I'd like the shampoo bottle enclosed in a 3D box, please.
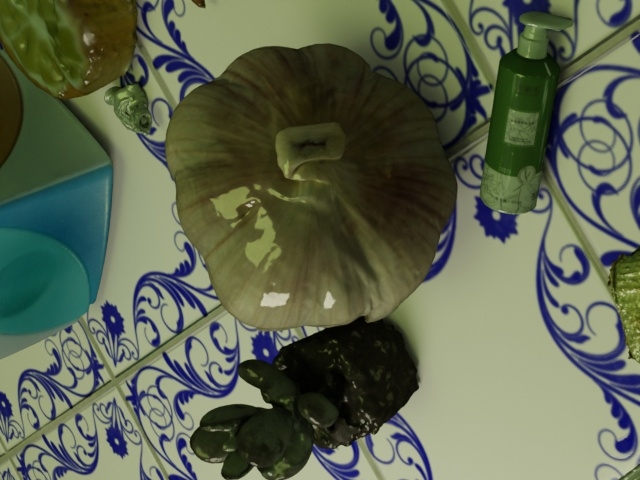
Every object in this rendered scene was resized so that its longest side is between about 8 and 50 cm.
[{"bbox_3d":[0.202,-0.128,1.305,0.065,0.065,0.204,30,129,35],"label":"shampoo bottle"}]

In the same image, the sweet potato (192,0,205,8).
[{"bbox_3d":[-0.113,-0.343,1.538,0.055,0.058,0.202,42,139,-6],"label":"sweet potato"}]

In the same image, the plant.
[{"bbox_3d":[-0.018,0.188,1.548,0.149,0.274,0.146,62,146,4],"label":"plant"}]

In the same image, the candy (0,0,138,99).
[{"bbox_3d":[-0.353,-0.315,1.770,0.260,0.118,0.260,28,131,37],"label":"candy"}]

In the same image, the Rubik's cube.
[{"bbox_3d":[-0.539,-0.041,1.936,0.352,0.347,0.351,39,135,27],"label":"Rubik's cube"}]

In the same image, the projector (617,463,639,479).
[{"bbox_3d":[0.417,0.231,1.107,0.248,0.249,0.248,52,138,15],"label":"projector"}]

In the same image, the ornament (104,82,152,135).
[{"bbox_3d":[-0.257,-0.179,1.797,0.092,0.041,0.068,10,112,55],"label":"ornament"}]

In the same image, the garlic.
[{"bbox_3d":[-0.008,-0.060,1.390,0.241,0.322,0.322,-10,102,52],"label":"garlic"}]

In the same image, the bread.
[{"bbox_3d":[0.329,0.060,1.208,0.069,0.128,0.140,-1,109,53],"label":"bread"}]
